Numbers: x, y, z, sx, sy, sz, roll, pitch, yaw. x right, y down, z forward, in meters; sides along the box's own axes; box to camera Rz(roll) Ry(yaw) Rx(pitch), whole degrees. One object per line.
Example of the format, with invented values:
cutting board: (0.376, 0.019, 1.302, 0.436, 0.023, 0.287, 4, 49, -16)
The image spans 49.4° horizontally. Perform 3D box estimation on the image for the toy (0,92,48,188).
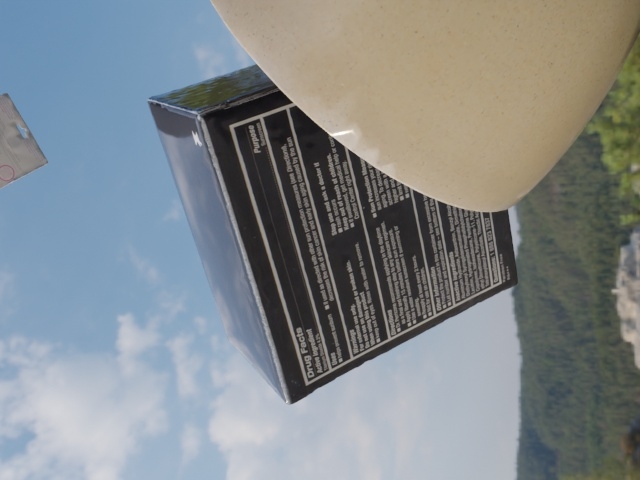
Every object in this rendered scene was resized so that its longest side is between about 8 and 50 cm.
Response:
toy: (-0.607, -0.138, 1.203, 0.136, 0.237, 0.056, 62, 175, -9)

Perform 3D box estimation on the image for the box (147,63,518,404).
box: (0.019, -0.047, 0.722, 0.294, 0.183, 0.296, -24, -66, -22)

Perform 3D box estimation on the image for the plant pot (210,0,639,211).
plant pot: (0.093, -0.186, 0.422, 0.284, 0.191, 0.284, 28, -143, -24)
